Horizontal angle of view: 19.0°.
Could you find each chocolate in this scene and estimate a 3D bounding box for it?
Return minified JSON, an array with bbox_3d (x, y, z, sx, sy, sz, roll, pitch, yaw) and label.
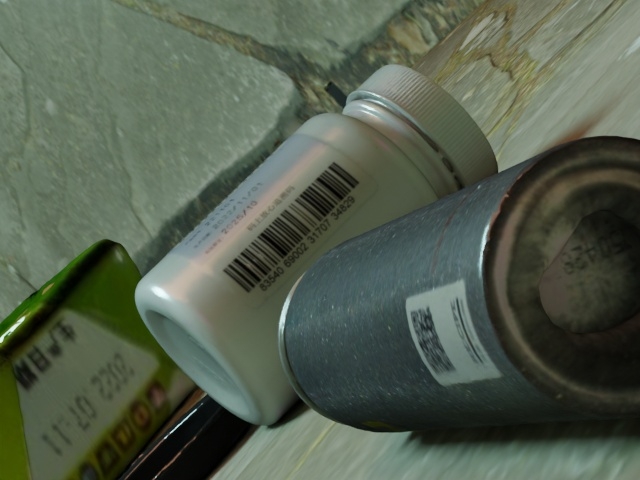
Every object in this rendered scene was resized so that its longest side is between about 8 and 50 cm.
[{"bbox_3d":[-0.258,0.178,1.396,0.301,0.137,0.289,-42,4,34],"label":"chocolate"}]

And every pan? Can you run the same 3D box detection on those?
[{"bbox_3d":[-0.119,0.157,1.050,0.235,0.028,0.136,-42,3,-26],"label":"pan"}]

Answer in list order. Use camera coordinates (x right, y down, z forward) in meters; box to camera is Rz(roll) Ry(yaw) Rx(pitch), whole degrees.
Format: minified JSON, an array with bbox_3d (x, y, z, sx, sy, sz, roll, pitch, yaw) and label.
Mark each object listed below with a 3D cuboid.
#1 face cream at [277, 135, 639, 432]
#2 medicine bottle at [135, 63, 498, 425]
[{"bbox_3d":[0.042,0.024,0.613,0.073,0.073,0.283,-44,5,-14],"label":"face cream"},{"bbox_3d":[0.000,0.000,1.005,0.186,0.103,0.103,-45,5,-17],"label":"medicine bottle"}]
